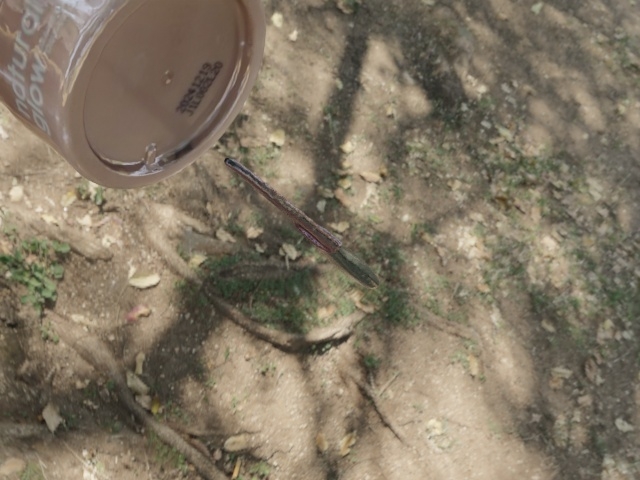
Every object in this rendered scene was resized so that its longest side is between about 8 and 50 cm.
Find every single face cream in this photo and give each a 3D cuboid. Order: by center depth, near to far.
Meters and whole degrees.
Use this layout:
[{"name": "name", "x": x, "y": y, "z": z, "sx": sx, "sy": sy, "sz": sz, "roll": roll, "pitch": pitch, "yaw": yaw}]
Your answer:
[{"name": "face cream", "x": -0.119, "y": -0.118, "z": 0.395, "sx": 0.104, "sy": 0.149, "sz": 0.149, "roll": 39, "pitch": 55, "yaw": 20}]

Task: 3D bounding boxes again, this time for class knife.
[{"name": "knife", "x": 0.000, "y": 0.000, "z": 0.462, "sx": 0.035, "sy": 0.247, "sz": 0.018, "roll": 37, "pitch": 89, "yaw": 29}]
